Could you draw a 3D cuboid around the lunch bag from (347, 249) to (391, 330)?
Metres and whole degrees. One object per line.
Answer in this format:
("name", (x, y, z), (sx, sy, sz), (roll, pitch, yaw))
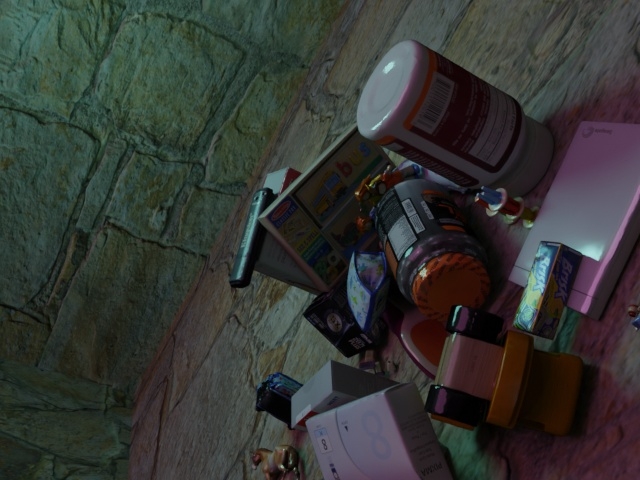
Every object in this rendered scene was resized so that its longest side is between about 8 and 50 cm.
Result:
("lunch bag", (0.113, 0.118, 1.568), (0.151, 0.096, 0.128), (-87, 2, -51))

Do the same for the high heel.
("high heel", (0.231, 0.220, 1.599), (0.377, 0.127, 0.181), (-108, 8, -46))

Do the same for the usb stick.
("usb stick", (-0.178, -0.007, 1.735), (0.077, 0.045, 0.277), (-19, 52, 56))

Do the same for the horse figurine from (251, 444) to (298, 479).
("horse figurine", (-0.125, 0.670, 1.960), (0.263, 0.066, 0.174), (-47, 36, 44))

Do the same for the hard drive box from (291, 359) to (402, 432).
("hard drive box", (0.075, 0.389, 1.555), (0.181, 0.232, 0.089), (-51, 28, 36))

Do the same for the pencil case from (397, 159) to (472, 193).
("pencil case", (0.306, -0.173, 1.720), (0.273, 0.114, 0.124), (-6, 101, 64))

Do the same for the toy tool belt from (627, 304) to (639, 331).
("toy tool belt", (0.517, 0.127, 1.051), (0.083, 0.052, 0.051), (-11, 51, 64))

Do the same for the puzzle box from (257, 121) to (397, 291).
("puzzle box", (0.056, -0.097, 1.802), (0.409, 0.272, 0.052), (-48, 18, -23))

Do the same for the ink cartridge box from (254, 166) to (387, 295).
("ink cartridge box", (0.000, 0.000, 1.888), (0.160, 0.385, 0.279), (-10, 60, 60))

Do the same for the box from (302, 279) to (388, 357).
("box", (0.067, 0.214, 1.787), (0.147, 0.180, 0.077), (-36, 11, 50))

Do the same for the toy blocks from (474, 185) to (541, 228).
("toy blocks", (0.379, -0.079, 1.421), (0.054, 0.148, 0.123), (-67, 23, 0))

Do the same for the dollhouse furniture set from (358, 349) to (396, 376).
("dollhouse furniture set", (0.155, 0.335, 1.718), (0.114, 0.091, 0.081), (-68, -36, -73))

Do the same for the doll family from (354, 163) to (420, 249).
("doll family", (0.167, -0.089, 1.738), (0.118, 0.163, 0.262), (37, 145, 50))

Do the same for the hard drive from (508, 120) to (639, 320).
("hard drive", (0.504, -0.050, 1.249), (0.352, 0.047, 0.233), (-66, 22, 4))

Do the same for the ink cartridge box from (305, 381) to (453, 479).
("ink cartridge box", (0.132, 0.496, 1.293), (0.308, 0.091, 0.384), (-38, 66, 51))

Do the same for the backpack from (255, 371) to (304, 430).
("backpack", (-0.115, 0.469, 2.020), (0.116, 0.158, 0.173), (-56, 12, 6))

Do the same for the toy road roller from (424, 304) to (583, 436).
("toy road roller", (0.332, 0.259, 1.217), (0.329, 0.241, 0.202), (54, -128, -72))

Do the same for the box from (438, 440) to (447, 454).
("box", (0.191, 0.454, 1.406), (0.101, 0.101, 0.087), (-67, 22, -4))

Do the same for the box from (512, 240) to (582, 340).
("box", (0.408, 0.089, 1.198), (0.054, 0.059, 0.168), (10, 80, 64))

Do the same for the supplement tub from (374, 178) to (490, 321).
("supplement tub", (0.254, 0.018, 1.531), (0.207, 0.207, 0.338), (-56, 26, 25))

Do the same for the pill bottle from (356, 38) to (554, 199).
("pill bottle", (0.296, -0.247, 1.442), (0.224, 0.392, 0.224), (-47, 30, 38))
